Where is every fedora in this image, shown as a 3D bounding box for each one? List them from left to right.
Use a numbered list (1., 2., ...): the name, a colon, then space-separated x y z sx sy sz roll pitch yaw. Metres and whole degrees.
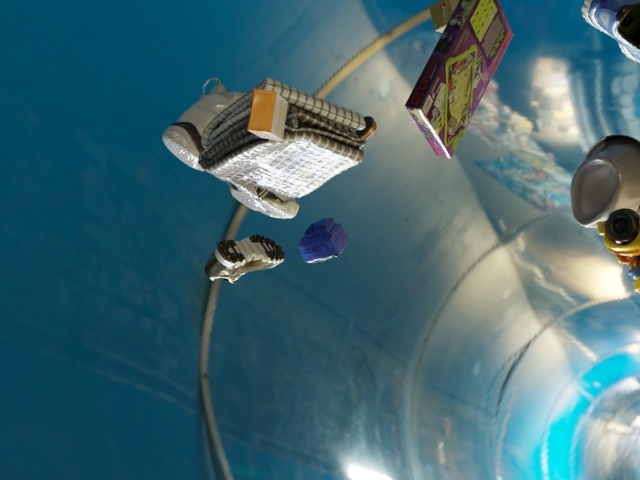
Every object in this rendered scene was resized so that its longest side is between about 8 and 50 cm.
1. fedora: 0.683 -0.116 2.018 0.124 0.244 0.275 -16 -33 -27

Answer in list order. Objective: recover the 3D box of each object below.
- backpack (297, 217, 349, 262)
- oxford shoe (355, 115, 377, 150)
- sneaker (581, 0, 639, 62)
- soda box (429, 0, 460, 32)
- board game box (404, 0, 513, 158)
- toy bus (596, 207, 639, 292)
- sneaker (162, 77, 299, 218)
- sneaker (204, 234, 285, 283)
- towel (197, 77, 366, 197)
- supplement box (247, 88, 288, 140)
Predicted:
1. backpack: 0.000 0.000 2.273 0.101 0.120 0.098 64 -149 -9
2. oxford shoe: 0.082 -0.237 2.106 0.076 0.212 0.076 24 -128 -24
3. sneaker: 0.733 -0.457 1.891 0.330 0.147 0.130 16 -62 -32
4. soda box: 0.332 -0.507 1.951 0.181 0.058 0.061 -1 -103 -46
5. board game box: 0.312 -0.379 1.861 0.208 0.056 0.347 43 -110 -48
6. toy bus: 0.640 0.039 1.562 0.149 0.220 0.211 0 -94 -42
7. sneaker: -0.170 -0.217 1.990 0.366 0.137 0.210 34 -105 -17
8. sneaker: -0.176 0.046 1.902 0.106 0.078 0.234 -44 -21 27
9. towel: -0.075 -0.181 1.641 0.235 0.283 0.121 16 -112 -32
10. supplement box: -0.077 -0.185 1.250 0.098 0.036 0.062 4 -85 -82
